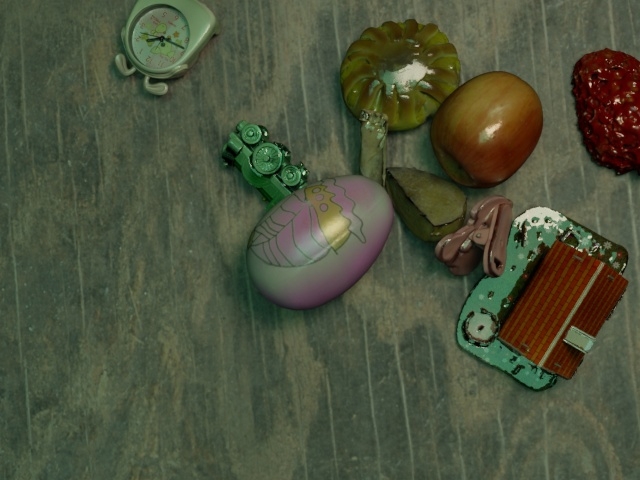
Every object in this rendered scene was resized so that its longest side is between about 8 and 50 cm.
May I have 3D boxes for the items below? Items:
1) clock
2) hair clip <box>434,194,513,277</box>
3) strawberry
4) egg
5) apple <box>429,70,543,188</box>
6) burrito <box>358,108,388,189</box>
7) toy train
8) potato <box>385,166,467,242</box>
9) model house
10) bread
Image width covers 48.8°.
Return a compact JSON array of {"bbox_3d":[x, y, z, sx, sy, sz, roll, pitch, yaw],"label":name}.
[{"bbox_3d":[-0.291,-0.371,1.310,0.151,0.062,0.191,35,94,7],"label":"clock"},{"bbox_3d":[0.262,-0.009,1.188,0.102,0.123,0.138,4,77,36],"label":"hair clip"},{"bbox_3d":[0.518,-0.226,1.172,0.190,0.111,0.237,-36,83,8],"label":"strawberry"},{"bbox_3d":[0.000,0.000,1.192,0.271,0.196,0.196,-37,84,16],"label":"egg"},{"bbox_3d":[0.277,-0.186,1.170,0.199,0.199,0.199,0,88,8],"label":"apple"},{"bbox_3d":[0.091,-0.146,1.225,0.051,0.042,0.171,11,121,19],"label":"burrito"},{"bbox_3d":[-0.101,-0.134,1.276,0.178,0.071,0.104,46,105,5],"label":"toy train"},{"bbox_3d":[0.188,-0.057,1.239,0.100,0.089,0.172,-22,47,-19],"label":"potato"},{"bbox_3d":[0.371,0.097,1.162,0.207,0.154,0.294,31,93,6],"label":"model house"},{"bbox_3d":[0.138,-0.292,1.230,0.213,0.105,0.214,-1,86,10],"label":"bread"}]
